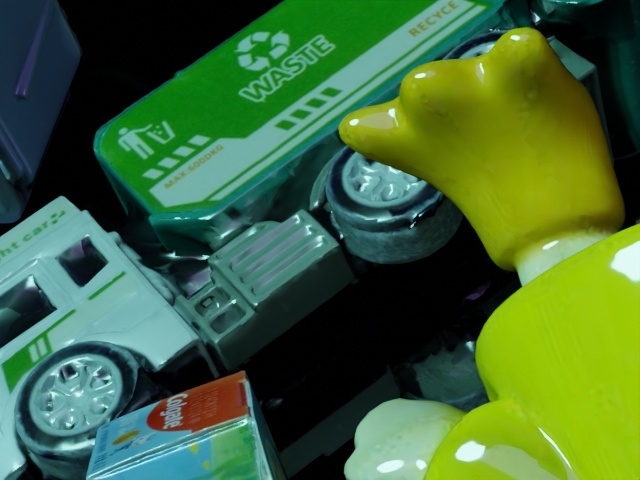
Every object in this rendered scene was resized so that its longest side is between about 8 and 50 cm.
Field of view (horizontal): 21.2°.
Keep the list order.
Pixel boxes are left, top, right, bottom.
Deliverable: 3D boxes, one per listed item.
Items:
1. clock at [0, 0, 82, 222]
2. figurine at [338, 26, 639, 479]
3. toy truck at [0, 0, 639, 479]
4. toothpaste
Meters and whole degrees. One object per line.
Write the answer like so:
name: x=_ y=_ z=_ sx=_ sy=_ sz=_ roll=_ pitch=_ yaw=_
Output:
clock: x=-0.173 y=-0.086 z=0.558 sx=0.144 sy=0.193 sz=0.073 roll=9 pitch=64 yaw=14
figurine: x=0.127 y=0.108 z=0.383 sx=0.215 sy=0.187 sz=0.344 roll=-20 pitch=74 yaw=28
toy truck: x=0.000 y=0.000 z=0.536 sx=0.253 sy=0.114 sz=0.124 roll=-35 pitch=49 yaw=-11
toothpaste: x=-0.003 y=0.134 z=0.420 sx=0.044 sy=0.070 sz=0.193 roll=-21 pitch=99 yaw=-1
